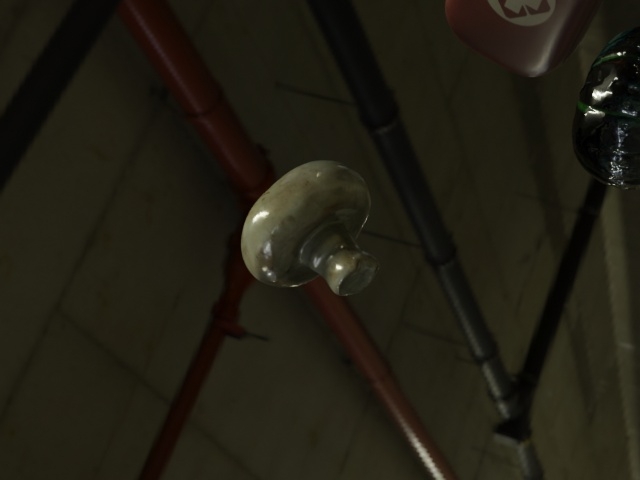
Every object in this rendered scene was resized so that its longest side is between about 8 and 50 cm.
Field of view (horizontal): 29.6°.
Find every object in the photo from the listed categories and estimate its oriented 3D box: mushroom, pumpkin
[{"bbox_3d":[0.000,0.000,1.991,0.243,0.243,0.243,-46,-36,-49],"label":"mushroom"},{"bbox_3d":[0.502,-0.184,1.780,0.248,0.248,0.248,-46,-36,-49],"label":"pumpkin"}]

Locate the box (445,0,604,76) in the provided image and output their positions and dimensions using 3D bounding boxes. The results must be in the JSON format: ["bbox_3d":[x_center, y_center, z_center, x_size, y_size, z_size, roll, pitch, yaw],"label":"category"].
[{"bbox_3d":[0.357,-0.452,2.051,0.108,0.263,0.404,-53,-11,-34],"label":"box"}]
